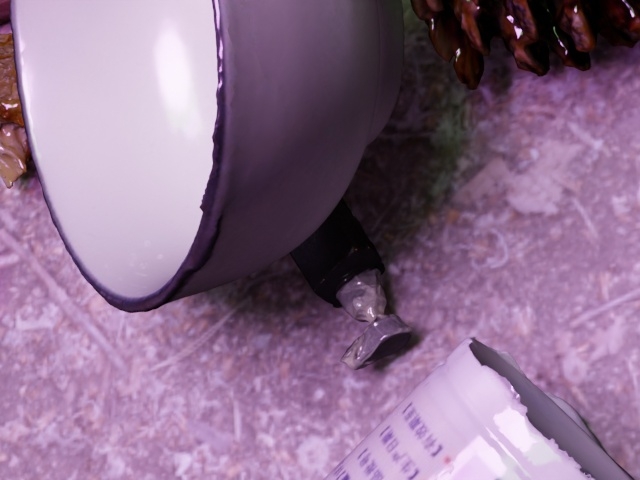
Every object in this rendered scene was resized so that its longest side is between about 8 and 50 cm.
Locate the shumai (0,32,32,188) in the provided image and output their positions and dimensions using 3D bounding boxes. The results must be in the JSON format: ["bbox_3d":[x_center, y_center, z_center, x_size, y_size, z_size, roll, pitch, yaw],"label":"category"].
[{"bbox_3d":[-0.244,-0.122,1.357,0.123,0.105,0.139,-27,64,-33],"label":"shumai"}]

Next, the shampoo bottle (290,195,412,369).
[{"bbox_3d":[0.001,0.000,1.189,0.063,0.057,0.208,-38,59,12],"label":"shampoo bottle"}]

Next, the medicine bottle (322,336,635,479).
[{"bbox_3d":[0.045,0.238,1.006,0.332,0.190,0.190,-46,58,7],"label":"medicine bottle"}]

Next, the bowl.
[{"bbox_3d":[-0.065,-0.136,1.094,0.354,0.185,0.354,24,118,58],"label":"bowl"}]

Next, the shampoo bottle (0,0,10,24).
[{"bbox_3d":[-0.335,-0.205,1.431,0.236,0.068,0.067,-15,69,24],"label":"shampoo bottle"}]

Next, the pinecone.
[{"bbox_3d":[0.157,-0.218,1.087,0.272,0.224,0.224,-2,72,20],"label":"pinecone"}]
